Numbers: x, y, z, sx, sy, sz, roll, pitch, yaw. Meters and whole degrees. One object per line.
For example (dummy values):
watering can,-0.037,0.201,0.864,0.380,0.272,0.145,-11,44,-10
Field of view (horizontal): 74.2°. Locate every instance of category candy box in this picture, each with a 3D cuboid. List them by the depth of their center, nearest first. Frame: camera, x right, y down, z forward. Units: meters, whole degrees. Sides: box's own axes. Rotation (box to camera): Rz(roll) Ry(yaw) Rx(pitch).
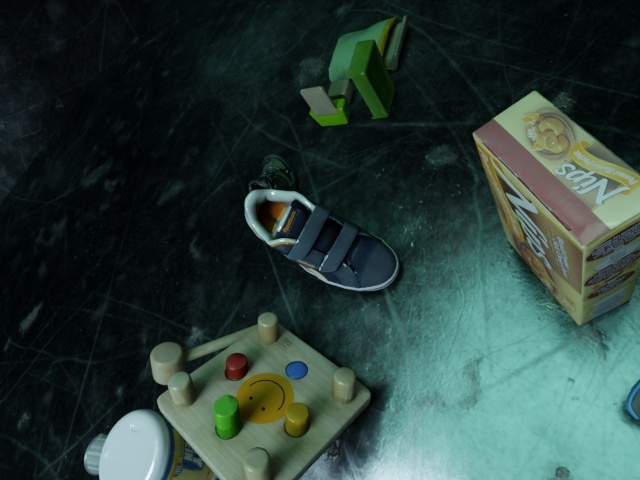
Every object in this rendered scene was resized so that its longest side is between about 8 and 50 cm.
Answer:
candy box,0.312,-0.020,0.549,0.088,0.316,0.182,-35,54,11

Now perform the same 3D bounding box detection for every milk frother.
milk frother,-0.424,0.462,0.850,0.135,0.143,0.129,-8,69,25

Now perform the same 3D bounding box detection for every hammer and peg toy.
hammer and peg toy,-0.125,0.235,0.724,0.362,0.127,0.266,29,43,33

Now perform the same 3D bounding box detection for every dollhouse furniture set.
dollhouse furniture set,0.079,-0.449,1.015,0.198,0.151,0.301,3,68,32

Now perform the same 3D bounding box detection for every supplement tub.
supplement tub,-0.265,0.385,0.759,0.145,0.200,0.144,-13,61,25

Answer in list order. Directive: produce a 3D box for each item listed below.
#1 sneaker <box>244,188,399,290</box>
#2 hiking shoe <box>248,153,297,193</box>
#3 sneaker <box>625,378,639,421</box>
sneaker,-0.008,-0.001,0.799,0.321,0.127,0.126,22,78,15
hiking shoe,-0.114,-0.130,0.989,0.086,0.114,0.226,-22,57,19
sneaker,0.526,0.143,0.460,0.341,0.125,0.139,-31,55,15
